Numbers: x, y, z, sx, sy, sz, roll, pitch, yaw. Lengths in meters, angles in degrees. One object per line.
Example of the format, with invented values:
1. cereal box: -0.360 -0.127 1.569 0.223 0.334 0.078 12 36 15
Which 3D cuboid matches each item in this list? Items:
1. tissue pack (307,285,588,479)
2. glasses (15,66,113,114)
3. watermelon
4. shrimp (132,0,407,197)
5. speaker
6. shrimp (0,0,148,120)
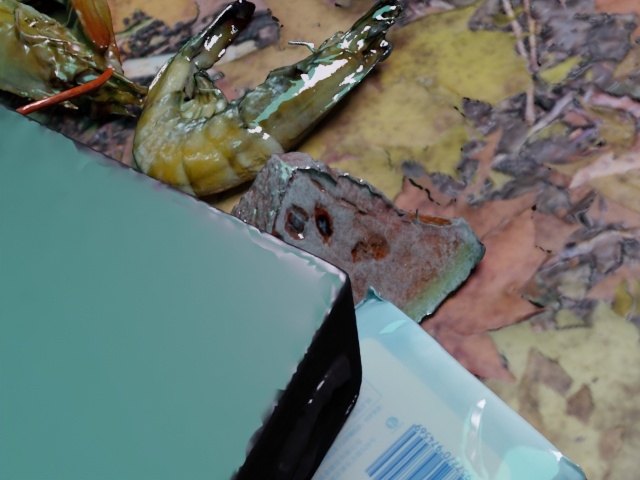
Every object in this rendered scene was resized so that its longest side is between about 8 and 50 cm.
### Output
1. tissue pack: -0.001 0.176 0.752 0.263 0.089 0.177 -44 55 -6
2. glasses: -0.169 0.038 0.822 0.268 0.118 0.234 -44 97 -8
3. watermelon: 0.000 0.000 0.835 0.187 0.139 0.071 -24 32 -15
4. shrimp: -0.045 -0.119 0.972 0.217 0.051 0.150 -35 48 1
5. speaker: -0.132 0.101 0.661 0.232 0.184 0.254 26 73 13
6. shrimp: -0.218 -0.166 1.055 0.145 0.061 0.267 -43 52 -20
